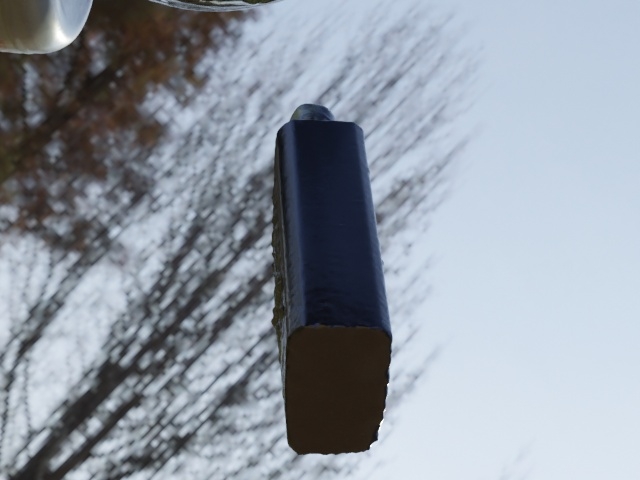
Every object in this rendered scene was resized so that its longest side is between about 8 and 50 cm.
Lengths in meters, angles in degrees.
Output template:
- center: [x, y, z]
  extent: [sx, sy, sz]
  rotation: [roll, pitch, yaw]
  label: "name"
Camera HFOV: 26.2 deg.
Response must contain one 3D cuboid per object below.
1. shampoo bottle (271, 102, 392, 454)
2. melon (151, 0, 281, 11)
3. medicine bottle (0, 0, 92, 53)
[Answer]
- center: [0.000, -0.001, 0.904]
  extent: [0.309, 0.071, 0.098]
  rotation: [-97, -175, -55]
  label: "shampoo bottle"
- center: [-0.022, -0.264, 0.748]
  extent: [0.248, 0.329, 0.248]
  rotation: [52, -18, 24]
  label: "melon"
- center: [-0.384, -0.316, 1.343]
  extent: [0.306, 0.245, 0.245]
  rotation: [7, -28, 2]
  label: "medicine bottle"
